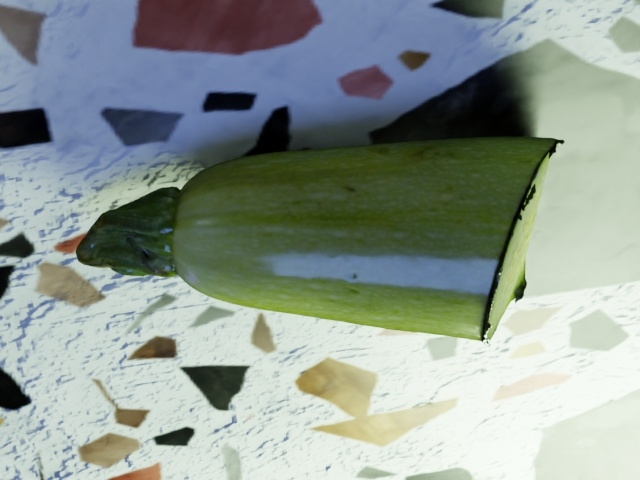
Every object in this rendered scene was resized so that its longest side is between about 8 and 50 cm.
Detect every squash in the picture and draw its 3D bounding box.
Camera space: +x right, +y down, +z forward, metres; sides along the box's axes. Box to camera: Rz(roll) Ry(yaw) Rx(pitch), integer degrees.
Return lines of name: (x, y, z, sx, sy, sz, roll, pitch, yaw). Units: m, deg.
squash: (0.004, -0.001, 0.996, 0.287, 0.137, 0.137, 1, 140, -12)
